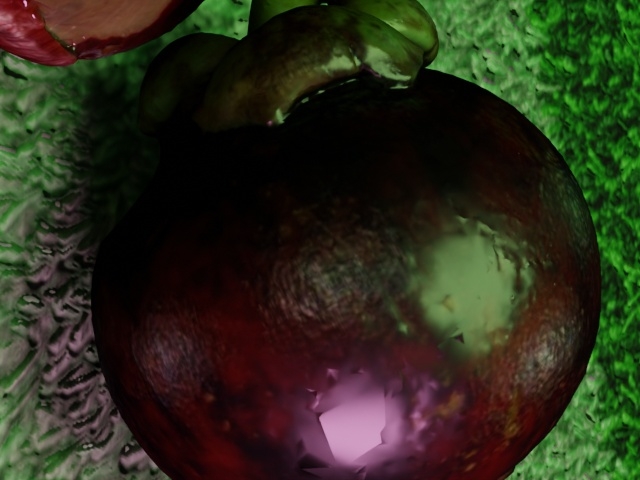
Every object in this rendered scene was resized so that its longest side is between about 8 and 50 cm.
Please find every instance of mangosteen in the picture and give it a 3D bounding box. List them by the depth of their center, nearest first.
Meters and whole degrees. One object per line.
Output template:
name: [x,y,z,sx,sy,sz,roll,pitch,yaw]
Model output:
mangosteen: [0.011,0.014,1.035,0.311,0.311,0.311,2,87,-55]

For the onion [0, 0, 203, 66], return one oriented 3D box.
onion: [-0.099,-0.222,0.948,0.272,0.195,0.272,-13,106,-56]
